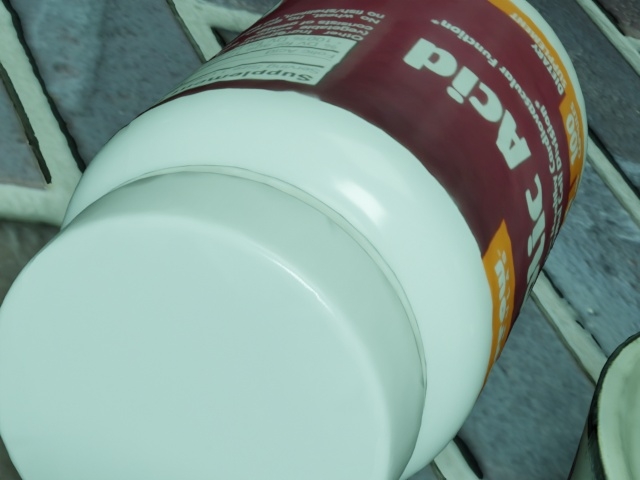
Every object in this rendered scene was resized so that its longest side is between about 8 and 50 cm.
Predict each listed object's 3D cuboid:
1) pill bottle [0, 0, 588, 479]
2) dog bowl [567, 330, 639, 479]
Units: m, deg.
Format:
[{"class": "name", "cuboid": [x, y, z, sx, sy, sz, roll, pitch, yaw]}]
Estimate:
[{"class": "pill bottle", "cuboid": [0.000, 0.000, 0.911, 0.224, 0.224, 0.392, 32, 30, 3]}, {"class": "dog bowl", "cuboid": [0.281, 0.230, 0.893, 0.408, 0.150, 0.408, 22, 31, -14]}]
